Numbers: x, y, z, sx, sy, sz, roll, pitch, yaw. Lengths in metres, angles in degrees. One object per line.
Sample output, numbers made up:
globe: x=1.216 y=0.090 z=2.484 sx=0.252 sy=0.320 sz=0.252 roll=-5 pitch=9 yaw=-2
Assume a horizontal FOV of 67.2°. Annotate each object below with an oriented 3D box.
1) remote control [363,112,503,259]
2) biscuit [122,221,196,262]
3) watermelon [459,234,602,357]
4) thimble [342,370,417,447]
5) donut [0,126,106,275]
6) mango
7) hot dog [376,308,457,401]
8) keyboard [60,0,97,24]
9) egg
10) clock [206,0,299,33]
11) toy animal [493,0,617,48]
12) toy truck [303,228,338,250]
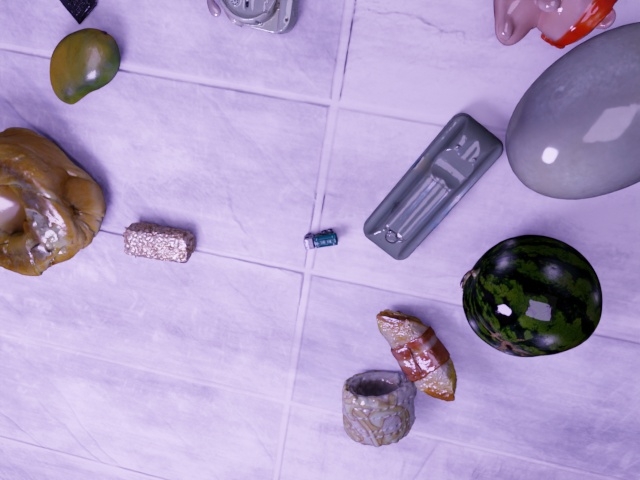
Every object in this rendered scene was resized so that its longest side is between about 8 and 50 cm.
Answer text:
remote control: x=0.233 y=-0.106 z=1.029 sx=0.128 sy=0.065 sz=0.335 roll=38 pitch=111 yaw=-2
biscuit: x=-0.392 y=0.005 z=1.175 sx=0.169 sy=0.070 sz=0.082 roll=8 pitch=118 yaw=5
watermelon: x=0.423 y=0.112 z=0.971 sx=0.269 sy=0.269 sz=0.268 roll=3 pitch=110 yaw=9
thimble: x=0.148 y=0.413 z=1.196 sx=0.191 sy=0.137 sz=0.143 roll=-6 pitch=107 yaw=-4
donut: x=-0.700 y=-0.088 z=1.145 sx=0.360 sy=0.170 sz=0.360 roll=6 pitch=114 yaw=12
mango: x=-0.521 y=-0.384 z=1.048 sx=0.191 sy=0.085 sz=0.122 roll=-22 pitch=107 yaw=16
hot dog: x=0.238 y=0.264 z=1.150 sx=0.123 sy=0.093 sz=0.261 roll=-32 pitch=86 yaw=27
keyboard: x=-0.564 y=-0.567 z=1.027 sx=0.074 sy=0.015 sz=0.196 roll=-34 pitch=100 yaw=20
egg: x=0.499 y=-0.220 z=0.841 sx=0.258 sy=0.258 sz=0.352 roll=45 pitch=112 yaw=-8
clock: x=-0.137 y=-0.499 z=0.953 sx=0.191 sy=0.062 sz=0.151 roll=10 pitch=111 yaw=7
toy animal: x=0.407 y=-0.416 z=0.841 sx=0.198 sy=0.171 sz=0.171 roll=1 pitch=110 yaw=12
toy truck: x=0.000 y=0.000 z=1.119 sx=0.083 sy=0.044 sz=0.039 roll=-9 pitch=105 yaw=13
